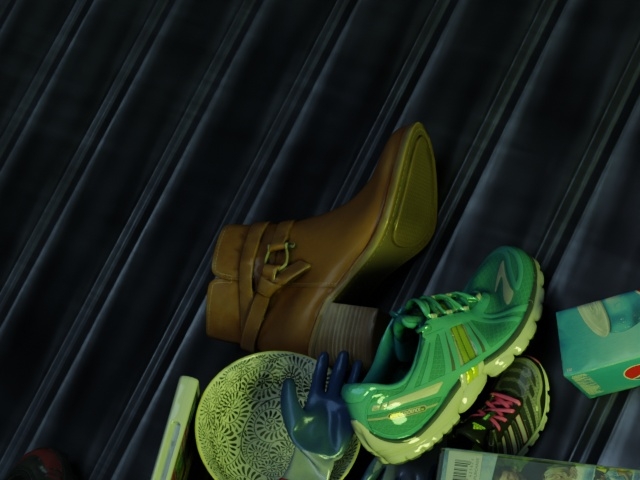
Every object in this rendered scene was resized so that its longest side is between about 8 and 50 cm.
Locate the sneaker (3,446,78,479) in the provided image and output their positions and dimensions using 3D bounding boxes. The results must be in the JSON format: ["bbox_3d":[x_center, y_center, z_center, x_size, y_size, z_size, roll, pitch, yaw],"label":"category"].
[{"bbox_3d":[-0.360,0.343,1.973,0.097,0.135,0.276,15,74,39],"label":"sneaker"}]

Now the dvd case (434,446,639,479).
[{"bbox_3d":[0.217,0.292,1.664,0.253,0.022,0.180,4,79,21],"label":"dvd case"}]

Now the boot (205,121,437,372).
[{"bbox_3d":[0.000,0.000,1.950,0.220,0.109,0.283,9,83,31],"label":"boot"}]

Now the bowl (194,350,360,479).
[{"bbox_3d":[-0.045,0.205,1.866,0.170,0.080,0.170,2,63,-4],"label":"bowl"}]

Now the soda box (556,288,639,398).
[{"bbox_3d":[0.333,0.083,1.718,0.210,0.067,0.071,-17,58,23],"label":"soda box"}]

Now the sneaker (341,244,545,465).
[{"bbox_3d":[0.123,0.095,1.778,0.107,0.110,0.275,-6,36,53],"label":"sneaker"}]

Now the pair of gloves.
[{"bbox_3d":[0.047,0.198,1.816,0.198,0.023,0.159,18,66,7],"label":"pair of gloves"}]

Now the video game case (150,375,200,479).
[{"bbox_3d":[-0.157,0.249,1.866,0.023,0.201,0.183,14,71,3],"label":"video game case"}]

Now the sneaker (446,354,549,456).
[{"bbox_3d":[0.166,0.184,1.764,0.063,0.075,0.170,20,77,37],"label":"sneaker"}]
